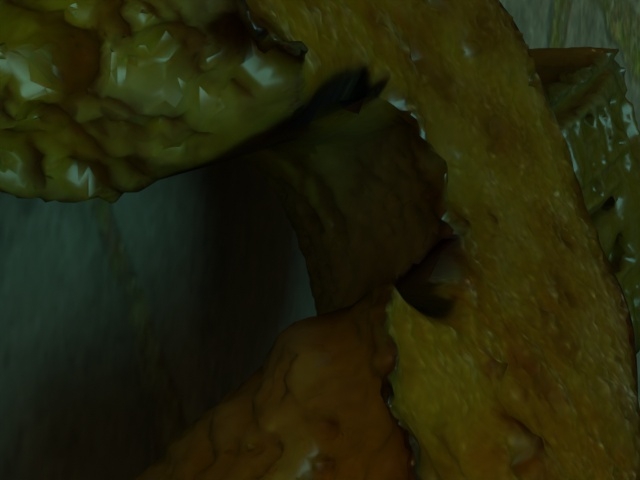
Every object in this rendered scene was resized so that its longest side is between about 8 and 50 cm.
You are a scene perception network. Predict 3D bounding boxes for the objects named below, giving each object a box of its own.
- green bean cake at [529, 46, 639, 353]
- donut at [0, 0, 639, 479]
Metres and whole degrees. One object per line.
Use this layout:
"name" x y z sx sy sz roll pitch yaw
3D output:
"green bean cake" 0.134 -0.003 1.001 0.230 0.131 0.224 -36 120 -48
"donut" 0.000 0.000 0.709 0.378 0.163 0.435 -10 75 -60
